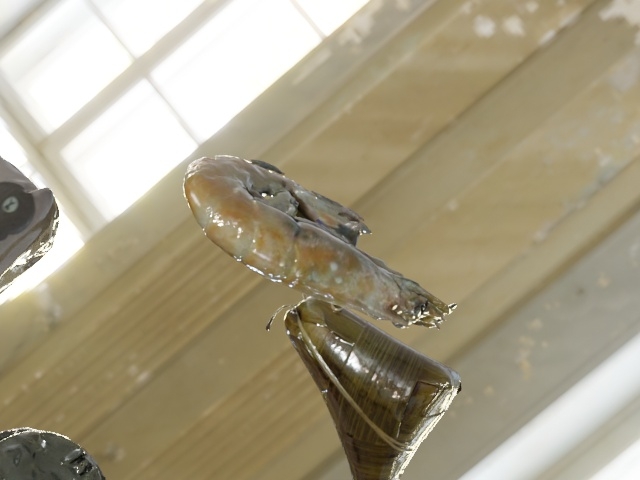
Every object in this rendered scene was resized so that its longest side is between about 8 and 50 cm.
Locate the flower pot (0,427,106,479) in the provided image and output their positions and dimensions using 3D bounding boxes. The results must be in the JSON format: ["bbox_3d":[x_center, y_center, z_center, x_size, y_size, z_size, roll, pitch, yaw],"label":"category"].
[{"bbox_3d":[-0.259,0.239,1.282,0.157,0.157,0.107,50,156,2],"label":"flower pot"}]

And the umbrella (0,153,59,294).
[{"bbox_3d":[-0.264,0.078,0.697,0.073,0.337,0.067,30,152,29],"label":"umbrella"}]

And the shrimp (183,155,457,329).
[{"bbox_3d":[0.000,0.000,1.035,0.223,0.047,0.126,28,-152,-18],"label":"shrimp"}]

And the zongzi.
[{"bbox_3d":[0.015,0.159,1.380,0.187,0.184,0.084,33,-163,12],"label":"zongzi"}]
